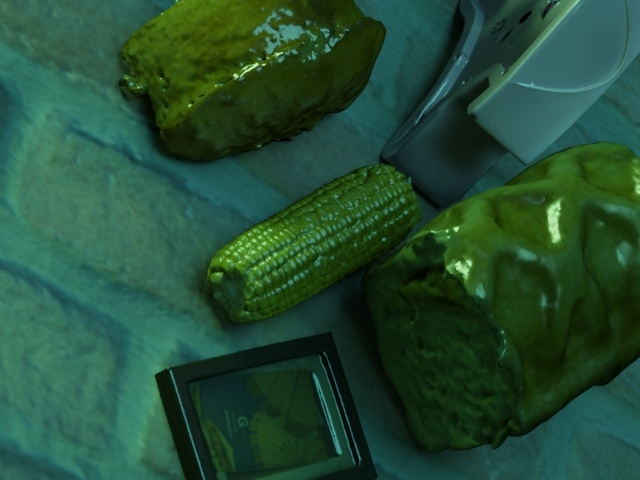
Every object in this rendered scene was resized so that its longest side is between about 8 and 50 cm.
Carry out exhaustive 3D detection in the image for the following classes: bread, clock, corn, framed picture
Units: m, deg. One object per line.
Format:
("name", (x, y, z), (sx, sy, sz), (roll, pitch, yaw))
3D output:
("bread", (0.171, 0.051, 1.665), (0.252, 0.238, 0.196), (-32, 84, -32))
("clock", (0.172, -0.161, 1.793), (0.080, 0.275, 0.290), (42, 88, -18))
("corn", (0.000, 0.000, 1.645), (0.238, 0.080, 0.080), (-32, 92, -42))
("bread", (-0.043, -0.162, 1.652), (0.229, 0.139, 0.143), (-27, 81, -43))
("framed picture", (-0.041, 0.148, 1.585), (0.168, 0.023, 0.128), (-10, 77, -40))
